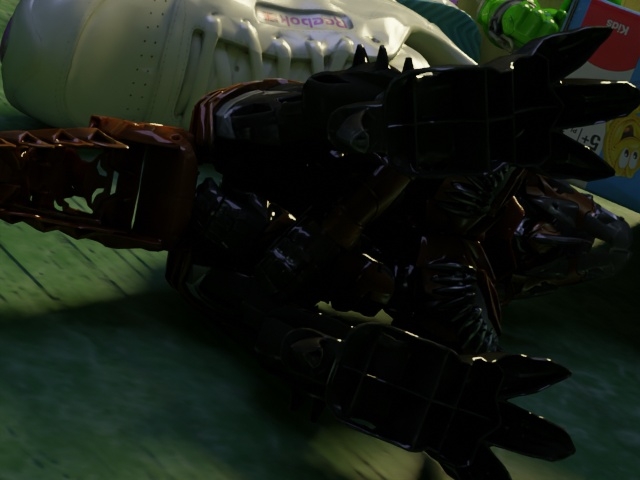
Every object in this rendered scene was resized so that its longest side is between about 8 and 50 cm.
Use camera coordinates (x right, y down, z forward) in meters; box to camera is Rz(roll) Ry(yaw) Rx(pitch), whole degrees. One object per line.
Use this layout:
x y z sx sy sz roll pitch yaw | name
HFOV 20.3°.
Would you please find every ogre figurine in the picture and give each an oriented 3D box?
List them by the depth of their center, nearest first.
0.174 -0.110 1.151 0.197 0.097 0.118 7 22 -25 | ogre figurine

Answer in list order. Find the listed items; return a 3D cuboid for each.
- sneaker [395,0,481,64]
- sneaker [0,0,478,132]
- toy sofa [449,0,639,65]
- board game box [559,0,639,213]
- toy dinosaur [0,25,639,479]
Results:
-0.014 -0.149 1.146 0.228 0.087 0.092 19 11 -14 | sneaker
-0.029 -0.100 0.929 0.152 0.114 0.305 27 22 33 | sneaker
0.206 -0.223 1.418 0.177 0.150 0.362 25 21 20 | toy sofa
0.293 -0.012 0.894 0.308 0.086 0.302 25 9 25 | board game box
0.000 0.000 0.699 0.322 0.164 0.218 -18 19 -29 | toy dinosaur
